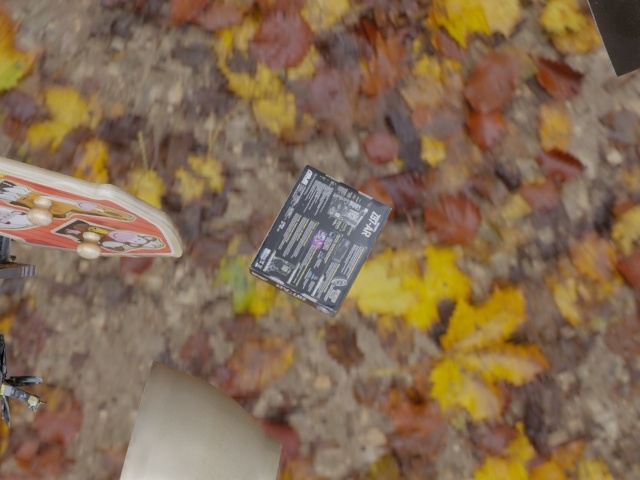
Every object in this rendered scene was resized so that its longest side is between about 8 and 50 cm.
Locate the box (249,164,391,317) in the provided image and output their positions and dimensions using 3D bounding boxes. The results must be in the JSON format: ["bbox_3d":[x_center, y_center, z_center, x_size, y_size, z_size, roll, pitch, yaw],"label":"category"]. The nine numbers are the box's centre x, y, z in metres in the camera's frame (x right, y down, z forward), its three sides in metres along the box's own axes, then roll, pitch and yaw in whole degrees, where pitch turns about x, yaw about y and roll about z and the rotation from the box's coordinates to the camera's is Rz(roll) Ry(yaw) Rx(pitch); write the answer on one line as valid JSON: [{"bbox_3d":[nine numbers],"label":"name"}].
[{"bbox_3d":[0.000,0.000,1.133,0.067,0.018,0.083,27,76,4],"label":"box"}]

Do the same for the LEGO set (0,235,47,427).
[{"bbox_3d":[-0.445,0.053,1.921,0.255,0.192,0.331,-1,91,14],"label":"LEGO set"}]

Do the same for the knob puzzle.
[{"bbox_3d":[-0.195,-0.009,1.289,0.213,0.213,0.030,10,73,-5],"label":"knob puzzle"}]

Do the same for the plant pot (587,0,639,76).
[{"bbox_3d":[0.329,-0.293,1.576,0.167,0.187,0.188,-13,154,16],"label":"plant pot"}]

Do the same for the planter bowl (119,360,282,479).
[{"bbox_3d":[-0.091,0.179,1.217,0.109,0.162,0.162,15,108,-4],"label":"planter bowl"}]
